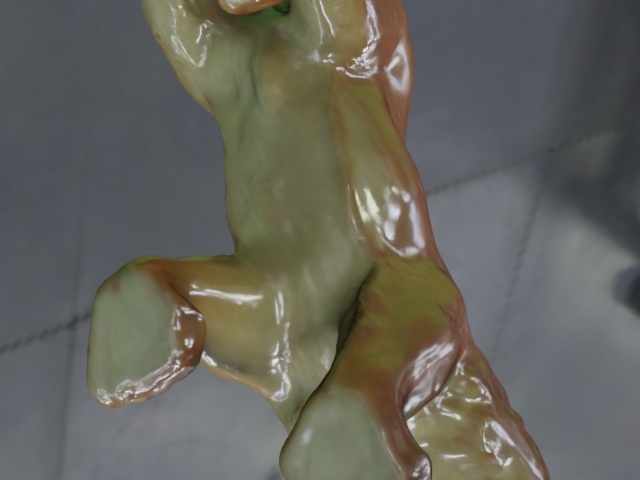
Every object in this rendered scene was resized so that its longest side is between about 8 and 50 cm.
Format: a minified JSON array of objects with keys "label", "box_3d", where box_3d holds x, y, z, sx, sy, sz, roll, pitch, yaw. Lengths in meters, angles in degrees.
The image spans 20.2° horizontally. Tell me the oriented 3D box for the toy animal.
[{"label":"toy animal","box_3d":[0.000,0.000,0.540,0.097,0.312,0.157,-20,158,20]}]
